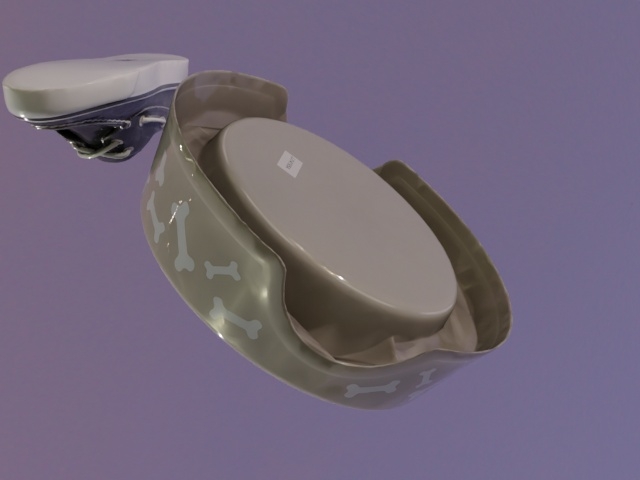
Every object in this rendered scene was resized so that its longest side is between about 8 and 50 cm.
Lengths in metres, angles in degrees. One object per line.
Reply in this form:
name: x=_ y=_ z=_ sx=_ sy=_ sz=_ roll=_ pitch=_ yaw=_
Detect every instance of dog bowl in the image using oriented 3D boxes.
dog bowl: x=0.000 y=0.000 z=0.842 sx=0.349 sy=0.349 sz=0.102 roll=43 pitch=-66 yaw=12

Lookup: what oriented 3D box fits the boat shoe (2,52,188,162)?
boat shoe: x=-0.207 y=-0.124 z=0.941 sx=0.108 sy=0.301 sz=0.102 roll=4 pitch=-76 yaw=9
